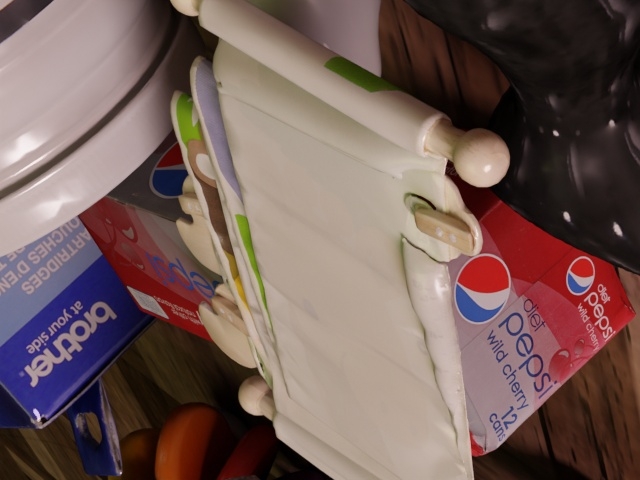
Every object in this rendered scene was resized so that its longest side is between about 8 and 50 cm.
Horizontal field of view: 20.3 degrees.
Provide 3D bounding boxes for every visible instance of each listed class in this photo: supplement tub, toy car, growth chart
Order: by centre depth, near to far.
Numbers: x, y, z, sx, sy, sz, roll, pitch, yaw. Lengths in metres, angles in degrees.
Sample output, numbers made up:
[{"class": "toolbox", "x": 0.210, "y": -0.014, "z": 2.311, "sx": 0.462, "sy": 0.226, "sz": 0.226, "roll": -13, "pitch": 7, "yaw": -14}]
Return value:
[{"class": "growth chart", "x": 0.002, "y": 0.017, "z": 0.605, "sx": 0.172, "sy": 0.021, "sz": 0.237, "roll": 38, "pitch": 151, "yaw": 36}, {"class": "supplement tub", "x": -0.182, "y": -0.140, "z": 0.694, "sx": 0.191, "sy": 0.191, "sz": 0.272, "roll": 19, "pitch": 148, "yaw": 54}, {"class": "toy car", "x": -0.055, "y": 0.188, "z": 1.210, "sx": 0.182, "sy": 0.159, "sz": 0.136, "roll": 49, "pitch": 125, "yaw": -5}]

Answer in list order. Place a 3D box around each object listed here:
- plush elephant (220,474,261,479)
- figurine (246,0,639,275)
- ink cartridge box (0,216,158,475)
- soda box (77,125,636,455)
[{"class": "plush elephant", "x": 0.057, "y": 0.225, "z": 0.854, "sx": 0.272, "sy": 0.330, "sz": 0.255, "roll": 42, "pitch": 144, "yaw": 36}, {"class": "figurine", "x": 0.018, "y": -0.093, "z": 0.534, "sx": 0.215, "sy": 0.092, "sz": 0.209, "roll": 35, "pitch": 163, "yaw": 32}, {"class": "ink cartridge box", "x": -0.240, "y": -0.023, "z": 1.138, "sx": 0.395, "sy": 0.151, "sz": 0.270, "roll": 48, "pitch": 162, "yaw": -9}, {"class": "soda box", "x": 0.000, "y": 0.000, "z": 0.739, "sx": 0.263, "sy": 0.092, "sz": 0.083, "roll": 19, "pitch": 144, "yaw": 54}]
